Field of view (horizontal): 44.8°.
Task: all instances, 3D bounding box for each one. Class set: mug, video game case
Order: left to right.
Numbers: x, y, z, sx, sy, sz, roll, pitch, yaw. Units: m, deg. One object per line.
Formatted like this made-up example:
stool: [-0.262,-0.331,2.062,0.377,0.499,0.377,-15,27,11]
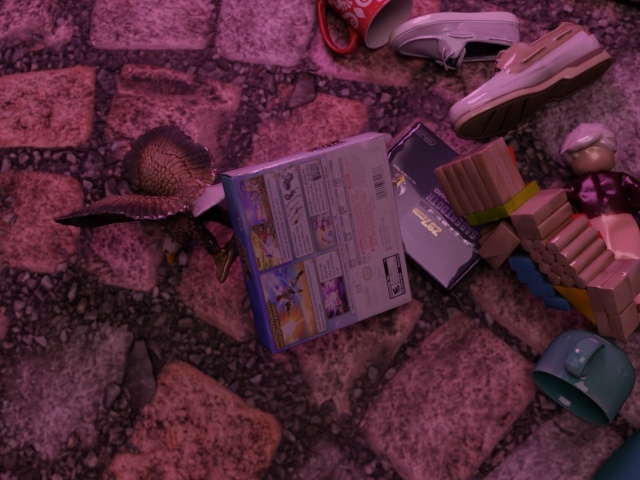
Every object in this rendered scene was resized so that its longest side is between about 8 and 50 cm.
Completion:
video game case: [0.000,0.000,1.147,0.244,0.061,0.270,-18,108,-23]
mug: [0.051,-0.422,1.359,0.150,0.113,0.169,-39,71,-9]
mug: [0.390,0.188,1.116,0.129,0.158,0.097,40,76,0]

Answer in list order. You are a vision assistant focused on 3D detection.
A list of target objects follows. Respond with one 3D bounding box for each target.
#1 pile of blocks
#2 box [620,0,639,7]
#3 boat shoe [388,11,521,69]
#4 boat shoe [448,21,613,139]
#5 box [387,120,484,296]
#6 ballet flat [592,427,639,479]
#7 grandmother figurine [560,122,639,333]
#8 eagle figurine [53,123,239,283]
pile of blocks: [0.332,-0.009,1.152,0.112,0.149,0.362,-33,75,-32]
box: [0.577,-0.532,1.365,0.307,0.076,0.243,23,76,11]
boat shoe: [0.234,-0.337,1.332,0.227,0.079,0.081,-5,68,0]
boat shoe: [0.331,-0.266,1.292,0.302,0.113,0.103,-26,71,-14]
box: [0.181,-0.053,1.259,0.183,0.059,0.232,-44,75,-8]
ballet flat: [0.405,0.412,1.066,0.482,0.164,0.182,-38,95,-1]
grandmother figurine: [0.437,-0.028,1.213,0.207,0.104,0.343,-4,70,7]
eagle figurine: [-0.244,-0.056,1.232,0.298,0.226,0.225,30,98,8]
